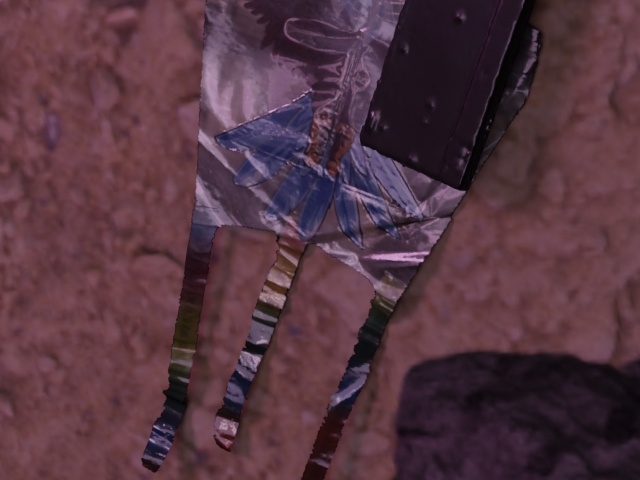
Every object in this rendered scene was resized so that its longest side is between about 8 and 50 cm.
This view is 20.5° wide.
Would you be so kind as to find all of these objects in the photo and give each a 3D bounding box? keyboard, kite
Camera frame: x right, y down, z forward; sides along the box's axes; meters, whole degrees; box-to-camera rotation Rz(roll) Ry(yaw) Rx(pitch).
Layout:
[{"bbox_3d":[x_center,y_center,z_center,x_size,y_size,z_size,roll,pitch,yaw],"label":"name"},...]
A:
[{"bbox_3d":[0.072,-0.120,0.788,0.060,0.018,0.196,27,112,21],"label":"keyboard"},{"bbox_3d":[-0.001,0.001,0.864,0.169,0.015,0.310,18,112,17],"label":"kite"}]
